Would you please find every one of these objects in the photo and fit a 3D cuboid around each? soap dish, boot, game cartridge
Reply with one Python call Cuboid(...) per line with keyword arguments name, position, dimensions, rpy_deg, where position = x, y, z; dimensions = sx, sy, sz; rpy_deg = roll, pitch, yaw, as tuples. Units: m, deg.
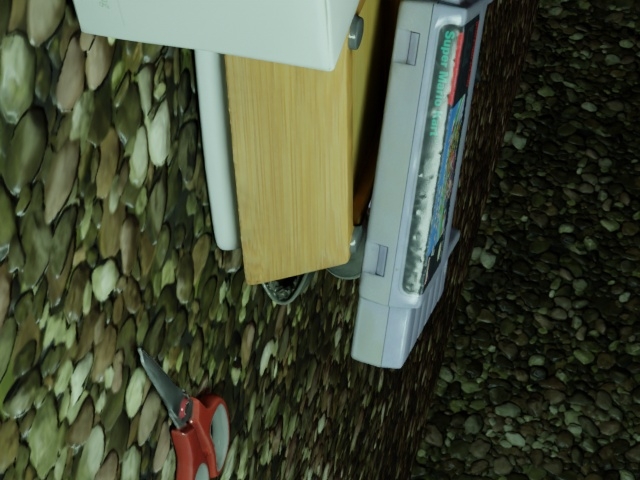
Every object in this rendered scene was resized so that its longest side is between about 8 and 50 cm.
Cuboid(name="soap dish", position=(-0.006, -0.137, 1.059), dimensions=(0.291, 0.118, 0.229), rpy_deg=(88, 18, -47))
Cuboid(name="boot", position=(-0.002, 0.001, 1.315), dimensions=(0.208, 0.076, 0.190), rpy_deg=(-73, 155, -58))
Cuboid(name="game cartridge", position=(0.095, -0.090, 1.151), dimensions=(0.230, 0.068, 0.355), rpy_deg=(-58, 157, -72))

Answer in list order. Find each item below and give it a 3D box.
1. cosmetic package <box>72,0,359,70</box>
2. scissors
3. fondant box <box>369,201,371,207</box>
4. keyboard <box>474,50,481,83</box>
Cuboid(name="cosmetic package", position=(-0.019, -0.295, 0.756), dimensions=(0.197, 0.155, 0.366), rpy_deg=(85, 21, -52))
Cuboid(name="scissors", position=(-0.108, 0.129, 1.080), dimensions=(0.297, 0.021, 0.109), rpy_deg=(84, 23, -52))
Cuboid(name="fondant box", position=(0.097, -0.178, 1.566), dimensions=(0.330, 0.096, 0.238), rpy_deg=(-65, 161, -46))
Cuboid(name="keyboard", position=(0.094, -0.226, 1.345), dimensions=(0.317, 0.033, 0.202), rpy_deg=(28, 59, -58))
